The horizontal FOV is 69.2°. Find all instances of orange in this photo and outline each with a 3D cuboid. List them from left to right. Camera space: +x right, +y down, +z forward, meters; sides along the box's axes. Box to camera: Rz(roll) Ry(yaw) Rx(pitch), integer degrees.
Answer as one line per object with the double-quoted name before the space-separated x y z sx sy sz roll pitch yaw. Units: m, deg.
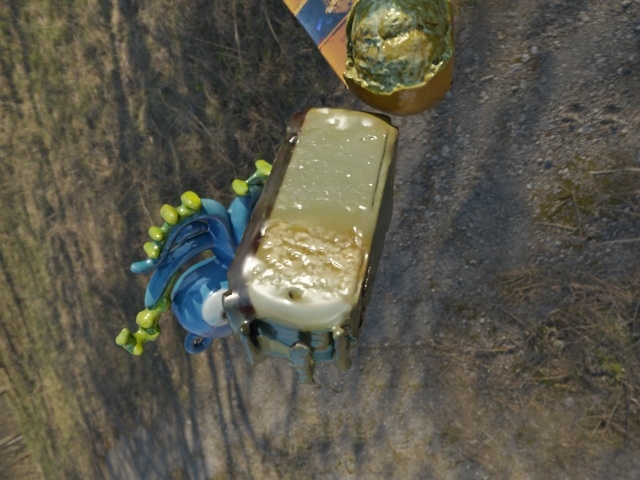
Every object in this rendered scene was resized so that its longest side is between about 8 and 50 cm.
"orange" 0.084 -0.214 0.517 0.134 0.156 0.157 -14 99 22

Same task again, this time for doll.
"doll" -0.101 0.034 0.695 0.098 0.346 0.341 40 102 32

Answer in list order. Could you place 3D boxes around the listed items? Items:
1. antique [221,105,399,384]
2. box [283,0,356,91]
"antique" 0.000 0.000 0.483 0.125 0.284 0.150 8 138 13
"box" 0.040 -0.346 0.654 0.152 0.070 0.237 -40 78 27
